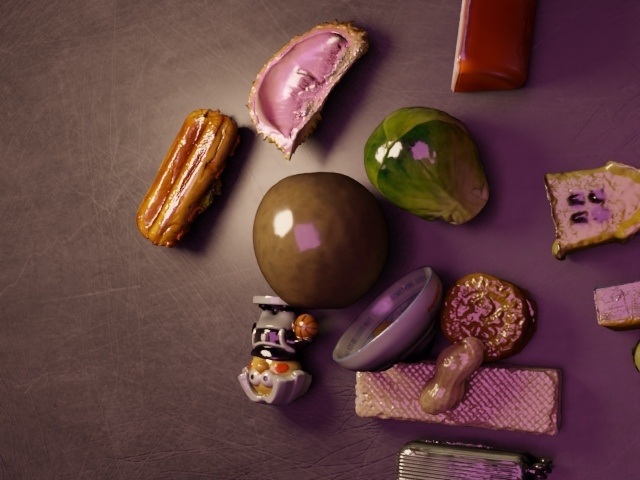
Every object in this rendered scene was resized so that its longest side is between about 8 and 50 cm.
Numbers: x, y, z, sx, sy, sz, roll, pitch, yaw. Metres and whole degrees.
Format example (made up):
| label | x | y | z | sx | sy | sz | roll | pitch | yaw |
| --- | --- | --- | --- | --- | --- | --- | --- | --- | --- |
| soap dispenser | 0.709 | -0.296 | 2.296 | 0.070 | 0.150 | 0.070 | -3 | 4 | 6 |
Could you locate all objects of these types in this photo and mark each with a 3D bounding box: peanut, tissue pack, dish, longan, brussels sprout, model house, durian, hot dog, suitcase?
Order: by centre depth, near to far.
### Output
| label | x | y | z | sx | sy | sz | roll | pitch | yaw |
| --- | --- | --- | --- | --- | --- | --- | --- | --- | --- |
| tissue pack | 0.589 | 0.125 | 1.784 | 0.119 | 0.169 | 0.082 | -12 | 78 | 20 |
| model house | 0.554 | -0.058 | 1.797 | 0.234 | 0.193 | 0.175 | -6 | 84 | 18 |
| peanut | 0.260 | 0.266 | 1.858 | 0.082 | 0.082 | 0.187 | 31 | 110 | 20 |
| suitcase | 0.301 | 0.511 | 1.893 | 0.312 | 0.128 | 0.202 | 3 | 88 | 22 |
| dish | 0.166 | 0.191 | 1.913 | 0.273 | 0.273 | 0.134 | -40 | 97 | 14 |
| brussels sprout | 0.224 | -0.153 | 1.927 | 0.271 | 0.210 | 0.219 | 43 | 107 | 2 |
| longan | 0.001 | 0.002 | 1.962 | 0.297 | 0.297 | 0.297 | -1 | 87 | 21 |
| durian | -0.032 | -0.348 | 2.085 | 0.191 | 0.112 | 0.341 | 34 | 91 | 29 |
| hot dog | -0.297 | -0.141 | 2.165 | 0.158 | 0.117 | 0.349 | 27 | 90 | 48 |

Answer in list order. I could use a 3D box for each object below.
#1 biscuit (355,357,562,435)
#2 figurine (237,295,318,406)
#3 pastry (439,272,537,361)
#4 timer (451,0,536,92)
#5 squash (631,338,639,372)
| label | x | y | z | sx | sy | sz | roll | pitch | yaw |
| --- | --- | --- | --- | --- | --- | --- | --- | --- | --- |
| biscuit | 0.278 | 0.316 | 1.940 | 0.425 | 0.078 | 0.144 | 3 | 89 | 22 |
| figurine | -0.087 | 0.242 | 2.053 | 0.176 | 0.133 | 0.237 | 2 | 84 | 37 |
| pastry | 0.340 | 0.157 | 1.911 | 0.188 | 0.103 | 0.189 | -1 | 87 | 20 |
| timer | 0.327 | -0.437 | 1.870 | 0.161 | 0.250 | 0.258 | 8 | 90 | 21 |
| squash | 0.691 | 0.217 | 1.710 | 0.220 | 0.220 | 0.133 | -35 | 49 | 16 |
